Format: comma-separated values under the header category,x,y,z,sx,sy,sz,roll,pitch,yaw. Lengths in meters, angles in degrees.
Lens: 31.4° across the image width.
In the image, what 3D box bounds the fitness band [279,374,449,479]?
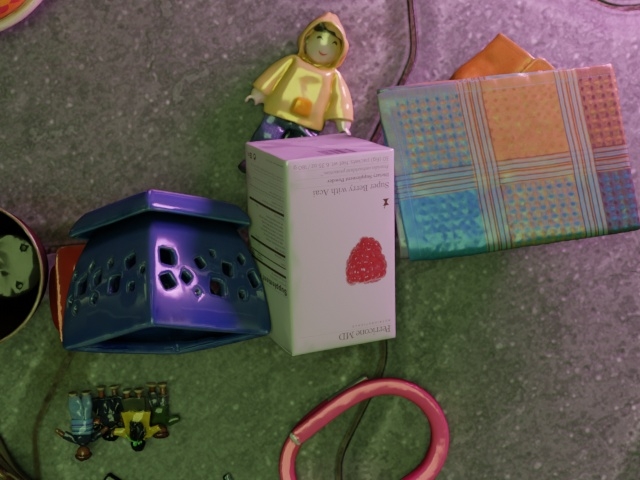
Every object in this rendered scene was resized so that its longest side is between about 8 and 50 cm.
category,x,y,z,sx,sy,sz,roll,pitch,yaw
fitness band,0.070,0.345,1.844,0.290,0.054,0.209,-36,92,2

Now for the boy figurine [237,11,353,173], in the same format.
category,x,y,z,sx,sy,sz,roll,pitch,yaw
boy figurine,-0.023,-0.220,1.802,0.177,0.092,0.285,26,96,-1

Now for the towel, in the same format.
category,x,y,z,sx,sy,sz,roll,pitch,yaw
towel,0.283,-0.120,1.735,0.370,0.040,0.272,-7,84,-2

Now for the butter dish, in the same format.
category,x,y,z,sx,sy,sz,roll,pitch,yaw
butter dish,-0.373,0.088,1.804,0.118,0.159,0.160,-7,88,44

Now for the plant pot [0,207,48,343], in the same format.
category,x,y,z,sx,sy,sz,roll,pitch,yaw
plant pot,-0.504,0.047,1.742,0.215,0.230,0.216,0,92,0

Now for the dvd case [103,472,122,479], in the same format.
category,x,y,z,sx,sy,sz,roll,pitch,yaw
dvd case,-0.292,0.523,1.866,0.253,0.022,0.180,34,91,-1

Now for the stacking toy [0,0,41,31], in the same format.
category,x,y,z,sx,sy,sz,roll,pitch,yaw
stacking toy,-0.589,-0.468,1.586,0.350,0.480,0.351,1,97,7

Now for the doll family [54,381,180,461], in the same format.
category,x,y,z,sx,sy,sz,roll,pitch,yaw
doll family,-0.327,0.293,1.835,0.192,0.076,0.111,-2,97,5

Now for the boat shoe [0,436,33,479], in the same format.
category,x,y,z,sx,sy,sz,roll,pitch,yaw
boat shoe,-0.509,0.420,1.804,0.122,0.120,0.324,-44,88,5

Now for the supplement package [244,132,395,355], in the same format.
category,x,y,z,sx,sy,sz,roll,pitch,yaw
supplement package,0.000,0.000,1.718,0.177,0.175,0.293,-8,106,-23

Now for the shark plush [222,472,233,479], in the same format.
category,x,y,z,sx,sy,sz,roll,pitch,yaw
shark plush,-0.115,0.457,1.864,0.067,0.073,0.161,-29,71,-18

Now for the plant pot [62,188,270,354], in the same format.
category,x,y,z,sx,sy,sz,roll,pitch,yaw
plant pot,-0.236,0.051,1.708,0.236,0.236,0.212,-16,74,42

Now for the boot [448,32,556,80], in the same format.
category,x,y,z,sx,sy,sz,roll,pitch,yaw
boot,0.321,-0.167,1.798,0.211,0.104,0.295,-43,88,2
